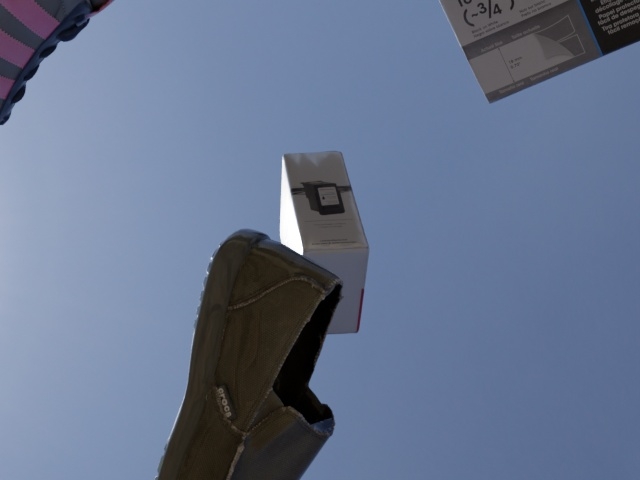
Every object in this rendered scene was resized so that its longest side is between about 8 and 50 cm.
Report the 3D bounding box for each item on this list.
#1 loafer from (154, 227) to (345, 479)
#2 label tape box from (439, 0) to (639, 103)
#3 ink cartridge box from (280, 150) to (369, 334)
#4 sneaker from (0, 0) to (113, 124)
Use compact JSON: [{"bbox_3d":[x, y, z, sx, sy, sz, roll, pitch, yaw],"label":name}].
[{"bbox_3d":[-0.041,0.121,0.680,0.087,0.094,0.251,10,-88,17],"label":"loafer"},{"bbox_3d":[0.252,-0.372,1.374,0.240,0.334,0.106,-21,-162,23],"label":"label tape box"},{"bbox_3d":[0.000,0.000,1.056,0.063,0.109,0.150,-3,-140,-9],"label":"ink cartridge box"},{"bbox_3d":[-0.210,-0.159,0.790,0.131,0.319,0.112,8,-137,-18],"label":"sneaker"}]
